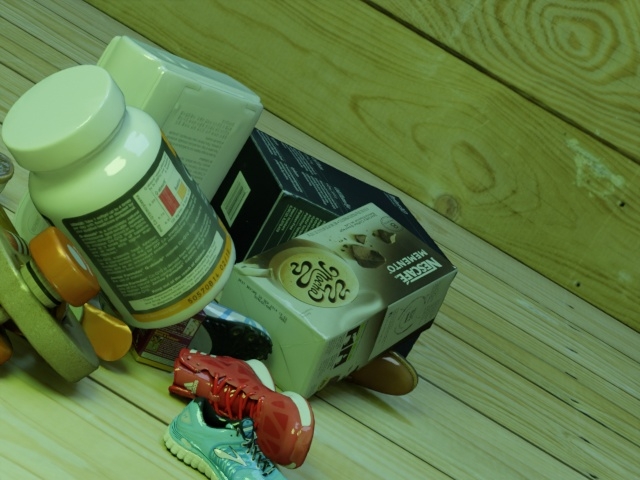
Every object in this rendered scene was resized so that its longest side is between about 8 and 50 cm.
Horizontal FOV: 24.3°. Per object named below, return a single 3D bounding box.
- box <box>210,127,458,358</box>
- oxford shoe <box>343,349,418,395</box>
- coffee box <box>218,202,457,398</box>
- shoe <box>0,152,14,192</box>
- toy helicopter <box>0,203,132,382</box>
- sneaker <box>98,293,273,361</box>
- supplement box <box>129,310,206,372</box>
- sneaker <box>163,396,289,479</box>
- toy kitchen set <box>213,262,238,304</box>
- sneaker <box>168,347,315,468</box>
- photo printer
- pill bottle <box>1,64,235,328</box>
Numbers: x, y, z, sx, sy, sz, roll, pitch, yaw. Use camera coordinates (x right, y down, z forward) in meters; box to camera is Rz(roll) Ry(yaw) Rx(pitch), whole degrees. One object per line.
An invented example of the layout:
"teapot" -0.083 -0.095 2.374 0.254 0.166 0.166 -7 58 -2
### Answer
"box" 0.000 0.000 2.334 0.313 0.179 0.343 24 14 -20
"oxford shoe" 0.032 0.169 2.029 0.212 0.076 0.076 23 30 -3
"coffee box" 0.023 0.077 1.978 0.168 0.118 0.297 38 38 24
"shoe" -0.504 -0.109 1.899 0.219 0.058 0.076 23 45 -16
"toy helicopter" -0.329 0.013 1.593 0.355 0.140 0.235 53 0 34
"sneaker" -0.160 0.090 1.810 0.237 0.085 0.086 23 33 -28
"supplement box" -0.180 0.104 1.726 0.055 0.083 0.043 24 14 -33
"sneaker" -0.083 0.219 1.520 0.162 0.073 0.063 33 12 11
"toy kitchen set" -0.151 0.053 2.009 0.083 0.075 0.068 25 12 -44
"sneaker" -0.100 0.185 1.647 0.128 0.087 0.221 15 6 -27
"photo printer" -0.227 -0.080 1.813 0.107 0.307 0.256 36 12 27
"pill bottle" -0.219 -0.046 1.618 0.162 0.162 0.278 46 -11 51
